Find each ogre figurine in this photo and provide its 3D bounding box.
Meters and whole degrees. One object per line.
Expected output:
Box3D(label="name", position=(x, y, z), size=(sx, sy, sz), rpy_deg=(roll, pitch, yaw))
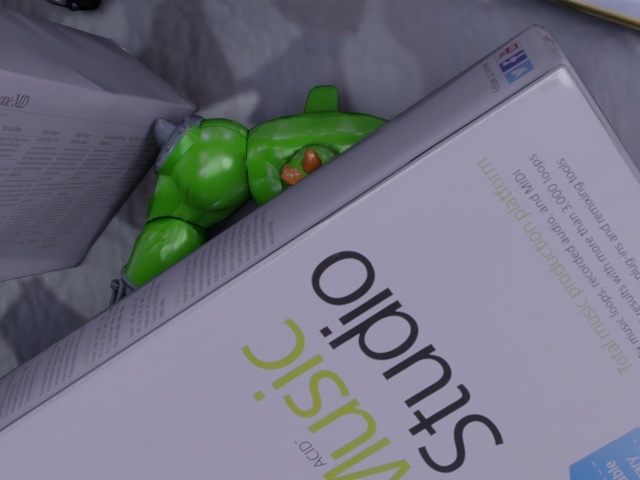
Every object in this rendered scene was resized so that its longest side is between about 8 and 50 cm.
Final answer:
Box3D(label="ogre figurine", position=(0.000, 0.000, 0.562), size=(0.197, 0.097, 0.118), rpy_deg=(5, 113, 23))

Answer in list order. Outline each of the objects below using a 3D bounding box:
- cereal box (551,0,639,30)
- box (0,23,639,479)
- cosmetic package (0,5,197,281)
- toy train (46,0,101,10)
Box3D(label="cereal box", position=(0.160, -0.204, 0.531), size=(0.173, 0.047, 0.240), rpy_deg=(20, 103, 5))
Box3D(label="box", position=(0.014, 0.100, 0.520), size=(0.322, 0.058, 0.232), rpy_deg=(-33, 111, 14))
Box3D(label="cosmetic package", position=(-0.127, -0.036, 0.499), size=(0.060, 0.239, 0.099), rpy_deg=(41, 98, 5))
Box3D(label="toy train", position=(-0.095, -0.182, 0.592), size=(0.036, 0.027, 0.158), rpy_deg=(13, 96, 4))
